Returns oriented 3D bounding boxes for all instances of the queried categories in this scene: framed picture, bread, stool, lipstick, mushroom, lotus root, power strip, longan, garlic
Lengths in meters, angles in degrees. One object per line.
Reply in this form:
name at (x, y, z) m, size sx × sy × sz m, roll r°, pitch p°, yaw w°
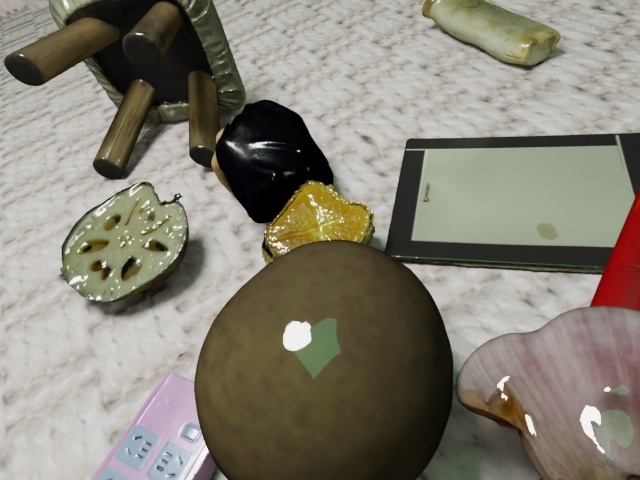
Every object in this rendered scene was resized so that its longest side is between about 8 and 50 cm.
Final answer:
framed picture at (0.278, -0.065, 0.637) m, size 0.348 × 0.016 × 0.264 m, roll 2°, pitch 50°, yaw 17°
bread at (0.000, 0.000, 0.603) m, size 0.128 × 0.069 × 0.140 m, roll 25°, pitch 68°, yaw 18°
stool at (-0.330, -0.291, 0.824) m, size 0.311 × 0.310 × 0.226 m, roll -2°, pitch 52°, yaw 16°
lipstick at (0.332, 0.043, 0.471) m, size 0.073 × 0.073 × 0.279 m, roll 21°, pitch 63°, yaw 31°
mushroom at (0.329, -0.437, 0.921) m, size 0.100 × 0.081 × 0.312 m, roll -32°, pitch 52°, yaw -9°
lotus root at (-0.281, 0.012, 0.690) m, size 0.204 × 0.078 × 0.183 m, roll -27°, pitch 60°, yaw 1°
power strip at (-0.186, 0.266, 0.454) m, size 0.109 × 0.037 × 0.278 m, roll 12°, pitch 53°, yaw 26°
longan at (0.001, 0.112, 0.420) m, size 0.249 × 0.248 × 0.248 m, roll -8°, pitch 47°, yaw 9°
garlic at (0.190, 0.178, 0.323) m, size 0.207 × 0.207 × 0.256 m, roll 25°, pitch 60°, yaw 33°

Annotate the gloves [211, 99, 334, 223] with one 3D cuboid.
gloves at (-0.083, -0.145, 0.740) m, size 0.197 × 0.152 × 0.301 m, roll -10°, pitch 27°, yaw -28°
